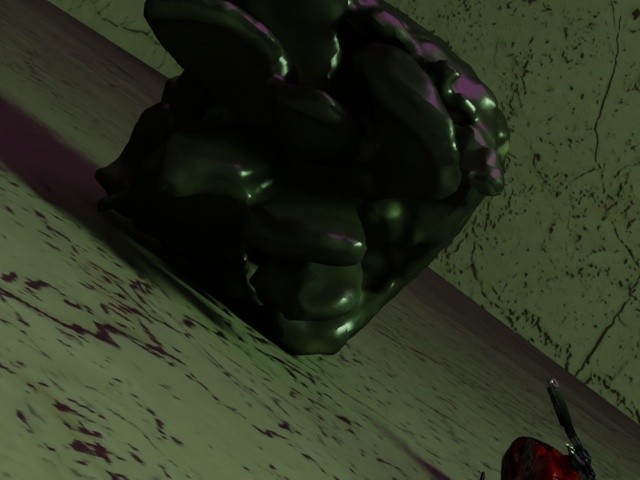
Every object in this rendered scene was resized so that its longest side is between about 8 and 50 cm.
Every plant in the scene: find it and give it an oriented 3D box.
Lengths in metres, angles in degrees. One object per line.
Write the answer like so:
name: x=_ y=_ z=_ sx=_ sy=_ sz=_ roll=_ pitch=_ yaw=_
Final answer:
plant: x=-0.007 y=-0.045 z=1.044 sx=0.199 sy=0.188 sz=0.276 roll=41 pitch=9 yaw=8

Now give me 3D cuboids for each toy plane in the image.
toy plane: x=0.114 y=0.127 z=0.931 sx=0.037 sy=0.060 sz=0.145 roll=35 pitch=19 yaw=-19
